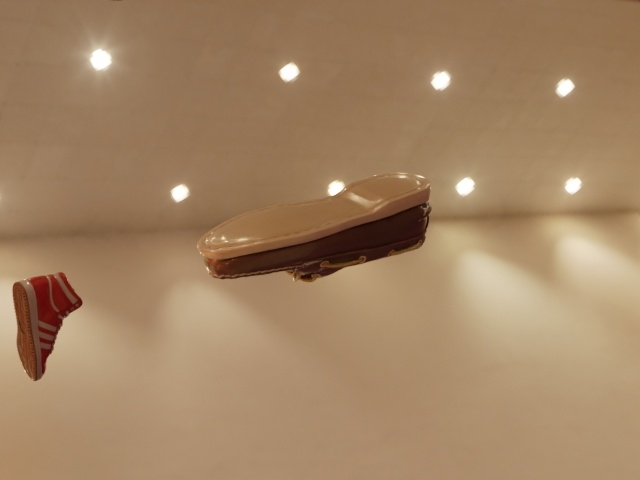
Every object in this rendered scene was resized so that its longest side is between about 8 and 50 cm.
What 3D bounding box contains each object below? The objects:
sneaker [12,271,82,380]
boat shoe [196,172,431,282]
[{"bbox_3d":[-0.285,0.089,1.224,0.067,0.042,0.119,-20,-56,-39],"label":"sneaker"},{"bbox_3d":[0.000,0.000,1.462,0.324,0.116,0.097,-18,-62,-27],"label":"boat shoe"}]
